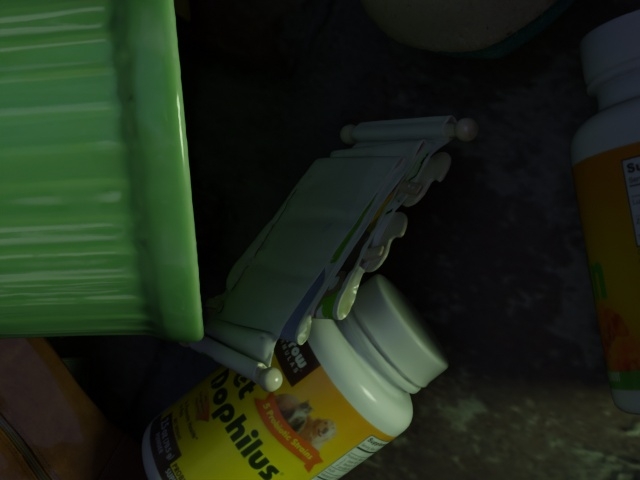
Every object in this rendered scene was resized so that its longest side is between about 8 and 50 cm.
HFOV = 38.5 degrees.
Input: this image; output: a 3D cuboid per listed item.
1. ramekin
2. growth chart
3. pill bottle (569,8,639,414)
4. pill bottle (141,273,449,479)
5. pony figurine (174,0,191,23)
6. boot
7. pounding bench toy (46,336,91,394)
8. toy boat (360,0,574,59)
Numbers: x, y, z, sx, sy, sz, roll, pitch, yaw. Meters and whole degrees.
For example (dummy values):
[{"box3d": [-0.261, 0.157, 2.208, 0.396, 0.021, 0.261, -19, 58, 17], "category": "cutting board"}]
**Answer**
[{"box3d": [-0.165, -0.077, 0.609, 0.148, 0.303, 0.303, -5, 84, -8], "category": "ramekin"}, {"box3d": [0.000, 0.000, 0.645, 0.237, 0.021, 0.172, -52, 29, -9], "category": "growth chart"}, {"box3d": [0.237, -0.020, 0.586, 0.136, 0.136, 0.245, -10, 83, 16], "category": "pill bottle"}, {"box3d": [-0.016, 0.121, 0.664, 0.215, 0.117, 0.117, -39, 76, 11], "category": "pill bottle"}, {"box3d": [-0.169, -0.404, 0.700, 0.351, 0.303, 0.363, 23, 90, -15], "category": "pony figurine"}, {"box3d": [-0.247, 0.214, 0.681, 0.264, 0.096, 0.280, -45, 93, -3], "category": "boot"}, {"box3d": [-0.235, 0.105, 0.767, 0.065, 0.052, 0.083, 4, 87, 18], "category": "pounding bench toy"}, {"box3d": [0.172, -0.222, 0.592, 0.318, 0.148, 0.267, -10, 50, 29], "category": "toy boat"}]
